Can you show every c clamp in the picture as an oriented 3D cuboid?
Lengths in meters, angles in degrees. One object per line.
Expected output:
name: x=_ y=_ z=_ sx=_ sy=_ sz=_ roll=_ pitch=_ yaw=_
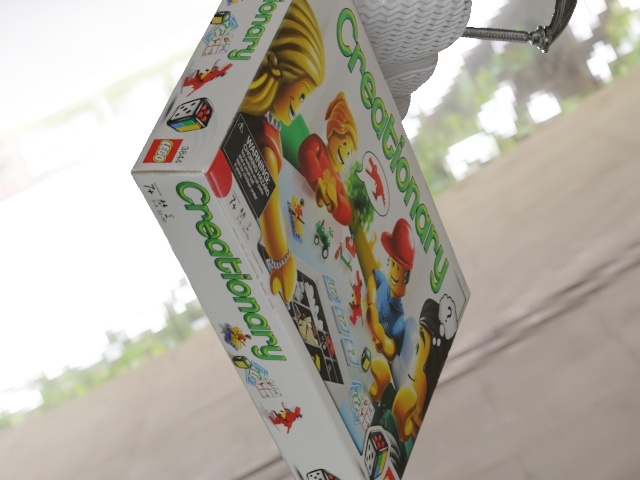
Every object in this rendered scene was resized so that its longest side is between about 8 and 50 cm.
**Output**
c clamp: x=0.133 y=-0.188 z=1.597 sx=0.160 sy=0.137 sz=0.022 roll=0 pitch=-156 yaw=0

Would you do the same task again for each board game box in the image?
board game box: x=0.000 y=0.000 z=1.140 sx=0.053 sy=0.305 sz=0.193 roll=1 pitch=-133 yaw=27

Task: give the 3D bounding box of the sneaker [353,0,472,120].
sneaker: x=-0.006 y=-0.190 z=1.400 sx=0.137 sy=0.210 sz=0.366 roll=-7 pitch=165 yaw=-19
